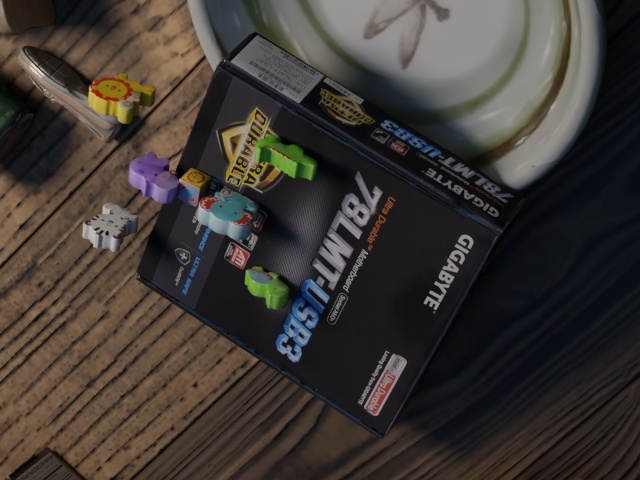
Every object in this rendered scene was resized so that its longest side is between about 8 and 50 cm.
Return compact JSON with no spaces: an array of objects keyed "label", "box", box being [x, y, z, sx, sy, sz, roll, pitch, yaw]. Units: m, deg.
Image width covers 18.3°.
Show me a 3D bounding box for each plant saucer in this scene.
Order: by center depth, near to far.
[{"label":"plant saucer","box":[0.073,-0.219,1.750,0.400,0.100,0.400,15,128,20]}]

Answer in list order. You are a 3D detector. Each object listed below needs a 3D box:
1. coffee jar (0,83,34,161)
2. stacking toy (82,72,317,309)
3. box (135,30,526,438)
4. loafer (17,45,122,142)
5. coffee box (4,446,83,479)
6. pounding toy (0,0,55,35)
[{"label":"coffee jar","box":[-0.378,-0.150,1.956,0.184,0.079,0.096,42,92,4]},{"label":"stacking toy","box":[-0.115,-0.039,1.794,0.221,0.052,0.167,23,130,16]},{"label":"box","box":[0.000,0.000,1.834,0.293,0.073,0.295,34,132,8]},{"label":"loafer","box":[-0.247,-0.141,1.941,0.125,0.045,0.039,34,118,4]},{"label":"coffee box","box":[-0.248,0.352,2.034,0.246,0.098,0.141,42,113,4]},{"label":"pounding toy","box":[-0.360,-0.315,1.887,0.154,0.154,0.269,-3,122,19]}]
